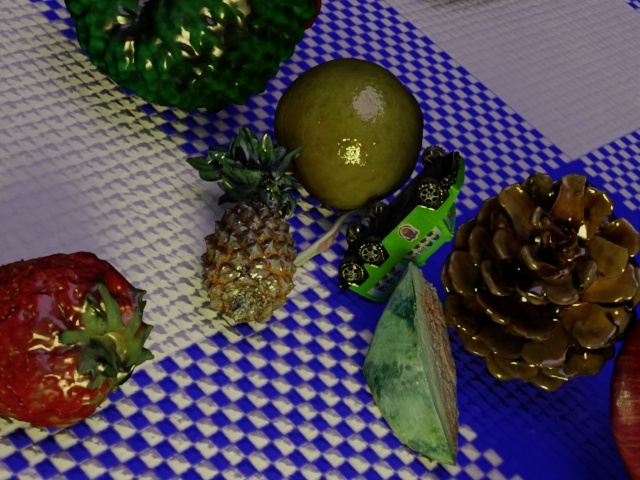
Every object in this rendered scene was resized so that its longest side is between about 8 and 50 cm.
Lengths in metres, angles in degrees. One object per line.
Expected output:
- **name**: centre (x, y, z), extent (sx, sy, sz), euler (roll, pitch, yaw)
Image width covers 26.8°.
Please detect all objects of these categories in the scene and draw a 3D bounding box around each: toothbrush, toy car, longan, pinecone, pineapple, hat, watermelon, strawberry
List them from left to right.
- **strawberry**: centre (-0.205, 0.075, 0.986), extent (0.131, 0.148, 0.131), euler (31, 54, -54)
- **hat**: centre (-0.087, -0.254, 1.380), extent (0.242, 0.274, 0.332), euler (54, 13, 15)
- **pineapple**: centre (-0.068, -0.010, 1.188), extent (0.103, 0.083, 0.221), euler (-11, 42, 10)
- **toothbrush**: centre (0.000, 0.000, 1.284), extent (0.022, 0.017, 0.204), euler (22, 31, 23)
- **longan**: centre (0.018, -0.101, 1.327), extent (0.145, 0.176, 0.155), euler (61, -2, -16)
- **toy car**: centre (0.081, -0.014, 1.235), extent (0.062, 0.165, 0.071), euler (34, 34, -15)
- **watermelon**: centre (0.087, 0.114, 1.166), extent (0.094, 0.081, 0.180), euler (27, 49, -31)
- **pinecone**: centre (0.208, 0.032, 1.227), extent (0.179, 0.204, 0.184), euler (40, 49, 19)

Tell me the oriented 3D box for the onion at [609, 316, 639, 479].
- **onion**: centre (0.369, 0.155, 1.169), extent (0.248, 0.248, 0.161), euler (29, 9, -1)
